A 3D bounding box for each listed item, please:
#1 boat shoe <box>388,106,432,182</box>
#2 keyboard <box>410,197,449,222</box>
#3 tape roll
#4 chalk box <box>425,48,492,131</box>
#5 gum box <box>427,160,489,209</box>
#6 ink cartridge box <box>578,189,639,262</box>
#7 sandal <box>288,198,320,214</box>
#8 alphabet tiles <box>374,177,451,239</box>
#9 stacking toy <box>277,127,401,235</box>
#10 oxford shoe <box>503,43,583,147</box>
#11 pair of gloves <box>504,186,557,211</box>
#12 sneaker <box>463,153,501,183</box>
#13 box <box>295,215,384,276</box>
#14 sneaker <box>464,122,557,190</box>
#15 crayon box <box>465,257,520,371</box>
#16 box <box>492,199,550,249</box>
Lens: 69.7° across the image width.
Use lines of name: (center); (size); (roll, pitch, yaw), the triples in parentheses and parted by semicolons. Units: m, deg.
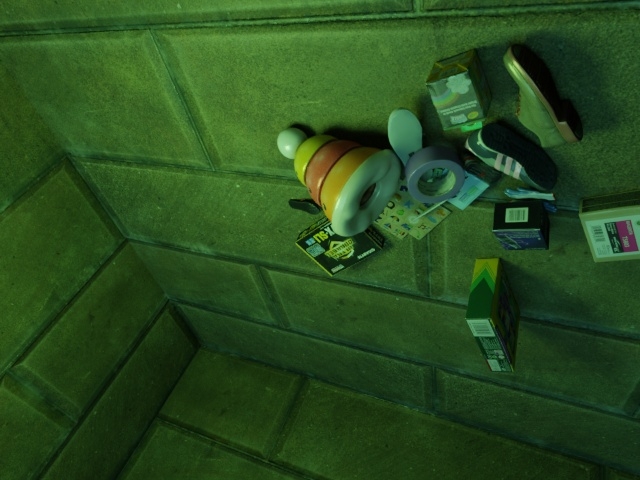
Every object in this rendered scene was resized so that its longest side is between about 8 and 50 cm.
boat shoe: (0.302, -0.334, 1.562); (0.113, 0.104, 0.306); (-27, 132, 16)
keyboard: (0.421, -0.122, 1.711); (0.014, 0.072, 0.256); (53, 154, 2)
tape roll: (0.382, -0.220, 1.545); (0.189, 0.080, 0.188); (-1, 139, -1)
chalk box: (0.420, -0.423, 1.362); (0.133, 0.132, 0.213); (-7, 132, 36)
gum box: (0.483, -0.209, 1.648); (0.185, 0.041, 0.157); (30, 143, -3)
ink cartridge box: (0.976, -0.041, 1.498); (0.193, 0.088, 0.234); (-9, 129, 41)
sandal: (-0.069, -0.161, 2.066); (0.179, 0.040, 0.067); (18, 139, 38)
alphabet tiles: (0.344, -0.132, 1.855); (0.285, 0.011, 0.342); (32, 143, -4)
stacking toy: (0.024, -0.271, 1.706); (0.480, 0.351, 0.350); (38, 149, 25)
oxford shoe: (0.598, -0.389, 1.299); (0.348, 0.123, 0.130); (45, 146, -20)
pair of gloves: (0.705, -0.135, 1.543); (0.159, 0.023, 0.198); (10, 170, 32)
sneaker: (0.545, -0.249, 1.556); (0.161, 0.075, 0.057); (15, 137, -29)
box: (0.084, 0.004, 2.083); (0.322, 0.079, 0.257); (-31, 113, 37)
sneaker: (0.611, -0.262, 1.479); (0.319, 0.112, 0.131); (33, 169, -12)
crayon box: (0.714, 0.305, 1.885); (0.106, 0.313, 0.362); (-8, 130, 34)
box: (0.697, -0.047, 1.590); (0.153, 0.108, 0.207); (-2, 159, 35)
